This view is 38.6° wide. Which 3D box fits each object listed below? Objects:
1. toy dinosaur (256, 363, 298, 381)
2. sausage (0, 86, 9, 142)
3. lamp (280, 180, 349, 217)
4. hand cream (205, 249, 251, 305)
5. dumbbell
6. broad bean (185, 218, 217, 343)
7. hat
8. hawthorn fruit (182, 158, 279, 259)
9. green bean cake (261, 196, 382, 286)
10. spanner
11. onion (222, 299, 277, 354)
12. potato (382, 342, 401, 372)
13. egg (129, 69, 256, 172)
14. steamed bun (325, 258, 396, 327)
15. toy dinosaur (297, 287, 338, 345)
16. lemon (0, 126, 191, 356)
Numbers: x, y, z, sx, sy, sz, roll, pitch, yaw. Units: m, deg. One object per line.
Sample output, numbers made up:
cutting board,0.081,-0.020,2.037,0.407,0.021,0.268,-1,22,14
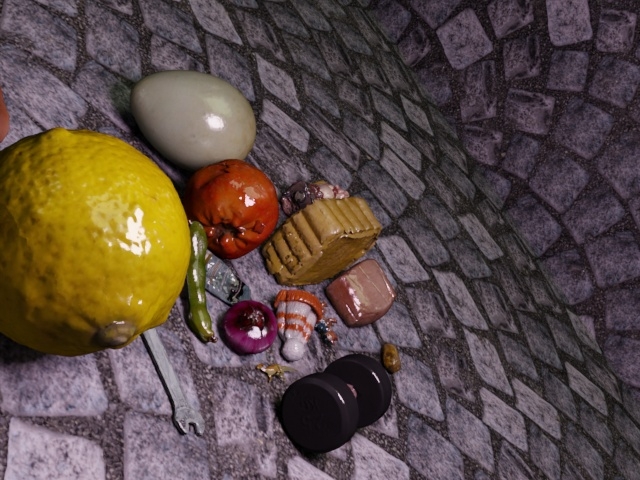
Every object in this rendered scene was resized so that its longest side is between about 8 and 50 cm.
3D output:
toy dinosaur,-0.082,0.268,1.860,0.113,0.026,0.041,12,27,-37
sausage,-0.642,-0.331,1.708,0.094,0.094,0.419,57,11,-57
lamp,0.007,-0.098,2.361,0.253,0.118,0.118,4,52,-53
hand cream,-0.237,0.063,1.882,0.248,0.052,0.075,42,51,-27
dumbbell,0.036,0.323,1.833,0.152,0.152,0.218,56,28,11
broad bean,-0.240,0.081,1.793,0.052,0.052,0.256,42,37,-65
hat,-0.055,0.189,1.962,0.112,0.093,0.162,28,52,-19
hawthorn fruit,-0.186,-0.081,1.970,0.211,0.211,0.299,45,17,-9
green bean cake,0.000,0.000,2.110,0.229,0.224,0.131,-5,59,-54
spanner,-0.283,0.216,1.641,0.071,0.017,0.302,4,52,-55
onion,-0.139,0.169,1.822,0.115,0.104,0.115,6,60,-10
potato,0.169,0.283,2.201,0.083,0.040,0.051,-100,164,-53
egg,-0.284,-0.270,2.032,0.295,0.218,0.218,27,34,-20
steamed bun,0.098,0.134,2.223,0.175,0.106,0.145,-24,81,-48
toy dinosaur,-0.006,0.171,2.069,0.055,0.049,0.154,-32,81,-22
lemon,-0.374,0.010,1.411,0.350,0.350,0.387,20,35,-44
